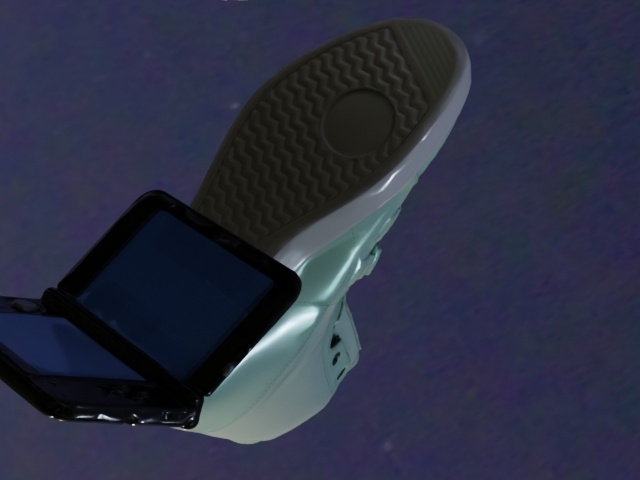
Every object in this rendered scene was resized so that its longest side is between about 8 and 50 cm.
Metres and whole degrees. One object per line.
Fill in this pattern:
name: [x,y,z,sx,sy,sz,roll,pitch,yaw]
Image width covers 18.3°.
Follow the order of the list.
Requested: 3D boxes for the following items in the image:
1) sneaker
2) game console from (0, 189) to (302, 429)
sneaker: [-0.001,0.000,1.066,0.256,0.151,0.094,-49,-119,3]
game console: [-0.089,0.023,0.824,0.122,0.107,0.071,30,-73,47]
